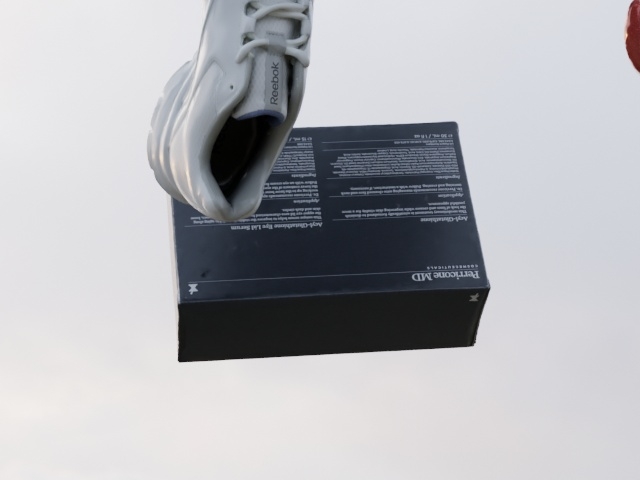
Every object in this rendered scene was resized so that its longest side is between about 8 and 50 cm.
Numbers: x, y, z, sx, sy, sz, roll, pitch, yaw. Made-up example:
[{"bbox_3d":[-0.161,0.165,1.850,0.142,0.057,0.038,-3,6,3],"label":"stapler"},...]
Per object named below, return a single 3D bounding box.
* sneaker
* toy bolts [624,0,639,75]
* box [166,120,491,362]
[{"bbox_3d":[-0.040,-0.149,1.206,0.111,0.297,0.129,3,20,-22],"label":"sneaker"},{"bbox_3d":[0.334,-0.085,1.186,0.218,0.228,0.158,-31,33,-15],"label":"toy bolts"},{"bbox_3d":[0.000,0.000,1.480,0.261,0.184,0.103,-2,-38,-7],"label":"box"}]
